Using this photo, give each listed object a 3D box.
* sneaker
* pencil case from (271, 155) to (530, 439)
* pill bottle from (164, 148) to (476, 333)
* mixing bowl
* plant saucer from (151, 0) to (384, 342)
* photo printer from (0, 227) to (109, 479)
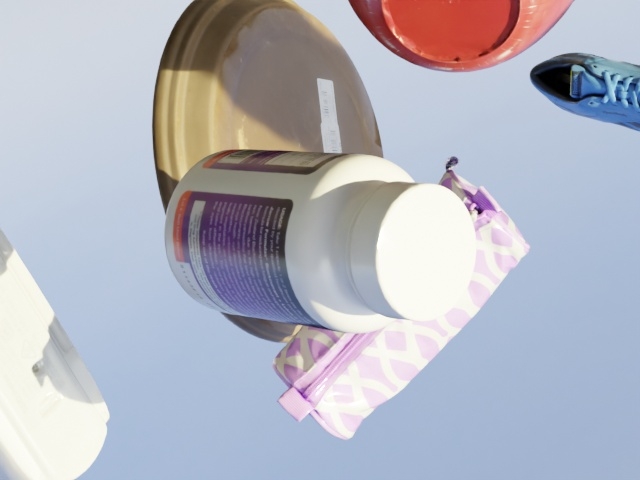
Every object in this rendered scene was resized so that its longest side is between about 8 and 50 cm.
[{"bbox_3d":[0.298,-0.143,1.693,0.082,0.069,0.209,1,-168,-45],"label":"sneaker"},{"bbox_3d":[0.056,0.045,1.192,0.206,0.086,0.088,-49,178,4],"label":"pencil case"},{"bbox_3d":[0.000,0.000,1.047,0.108,0.108,0.193,-33,-156,-33],"label":"pill bottle"},{"bbox_3d":[0.085,-0.174,1.080,0.181,0.181,0.098,-10,-145,17],"label":"mixing bowl"},{"bbox_3d":[-0.027,-0.062,1.300,0.041,0.278,0.278,-10,-157,33],"label":"plant saucer"},{"bbox_3d":[-0.340,0.080,1.363,0.307,0.256,0.107,-4,-147,43],"label":"photo printer"}]
